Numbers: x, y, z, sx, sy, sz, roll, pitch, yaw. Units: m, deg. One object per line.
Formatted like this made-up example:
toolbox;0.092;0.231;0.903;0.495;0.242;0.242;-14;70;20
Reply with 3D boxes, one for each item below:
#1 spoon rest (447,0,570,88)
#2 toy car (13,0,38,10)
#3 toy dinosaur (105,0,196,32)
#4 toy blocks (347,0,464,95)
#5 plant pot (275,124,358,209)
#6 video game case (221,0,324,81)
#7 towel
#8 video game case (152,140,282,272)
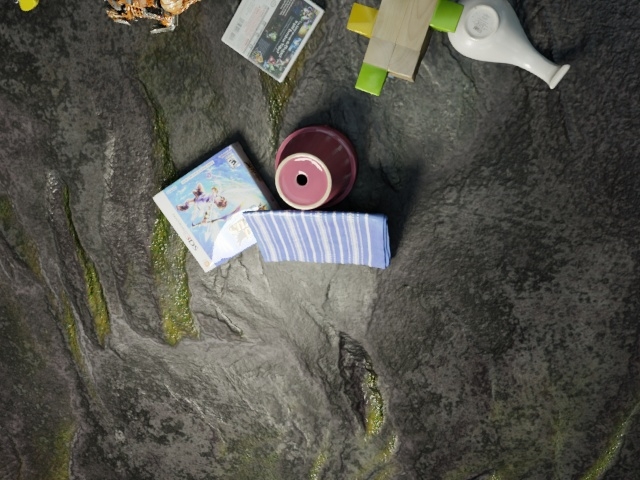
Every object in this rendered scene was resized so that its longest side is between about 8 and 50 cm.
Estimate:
spoon rest;0.395;-0.419;1.178;0.276;0.084;0.137;40;112;10
toy car;-0.762;-0.693;1.321;0.224;0.053;0.239;18;120;10
toy dinosaur;-0.348;-0.591;1.251;0.321;0.164;0.219;-17;122;-1
toy blocks;0.189;-0.472;1.108;0.190;0.261;0.382;20;105;6
plant pot;-0.020;-0.158;1.295;0.201;0.180;0.202;4;111;10
video game case;-0.111;-0.495;1.278;0.173;0.022;0.190;35;112;-2
towel;0.000;0.000;1.342;0.335;0.040;0.243;2;152;9
video game case;-0.258;-0.081;1.438;0.269;0.061;0.244;-29;102;20
